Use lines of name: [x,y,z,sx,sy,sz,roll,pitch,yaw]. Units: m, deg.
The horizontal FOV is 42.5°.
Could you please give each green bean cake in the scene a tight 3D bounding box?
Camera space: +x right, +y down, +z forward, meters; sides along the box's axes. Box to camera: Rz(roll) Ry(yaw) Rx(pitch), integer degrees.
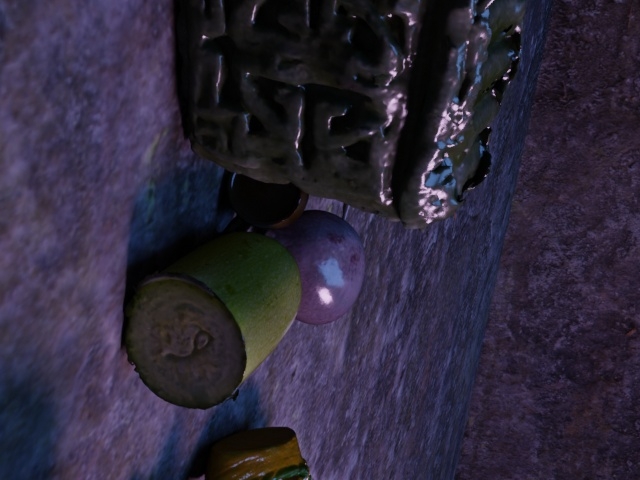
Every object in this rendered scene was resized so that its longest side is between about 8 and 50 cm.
green bean cake: [0.021,-0.151,0.637,0.132,0.255,0.241,-45,150,-51]

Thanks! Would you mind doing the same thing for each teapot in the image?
teapot: [-0.052,-0.042,0.799,0.121,0.076,0.068,-47,171,4]

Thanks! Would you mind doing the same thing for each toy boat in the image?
toy boat: [-0.070,0.269,0.948,0.229,0.088,0.088,2,90,-61]

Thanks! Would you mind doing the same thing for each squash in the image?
squash: [-0.082,0.054,0.729,0.187,0.123,0.123,-45,146,-61]

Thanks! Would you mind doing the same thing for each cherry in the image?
cherry: [-0.006,-0.003,0.924,0.148,0.115,0.188,26,69,-32]
